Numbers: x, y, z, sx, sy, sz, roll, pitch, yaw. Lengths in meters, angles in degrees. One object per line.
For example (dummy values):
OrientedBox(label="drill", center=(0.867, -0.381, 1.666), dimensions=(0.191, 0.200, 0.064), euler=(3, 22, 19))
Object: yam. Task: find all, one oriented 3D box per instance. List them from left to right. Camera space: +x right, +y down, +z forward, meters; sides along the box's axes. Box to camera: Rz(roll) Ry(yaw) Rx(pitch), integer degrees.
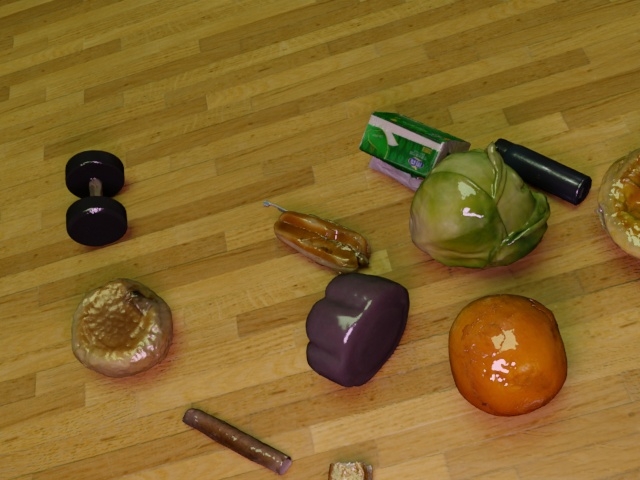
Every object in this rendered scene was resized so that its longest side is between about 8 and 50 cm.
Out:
OrientedBox(label="yam", center=(-0.179, 0.411, 1.677), dimensions=(0.264, 0.046, 0.046), euler=(21, 64, 26))

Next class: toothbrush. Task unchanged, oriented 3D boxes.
OrientedBox(label="toothbrush", center=(-0.088, -0.075, 2.007), dimensions=(0.131, 0.011, 0.013), euler=(20, 51, 27))

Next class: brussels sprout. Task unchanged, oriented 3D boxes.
OrientedBox(label="brussels sprout", center=(0.335, -0.065, 1.727), dimensions=(0.294, 0.259, 0.227), euler=(-13, 35, 36))

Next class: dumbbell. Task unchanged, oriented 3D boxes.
OrientedBox(label="dumbbell", center=(-0.579, -0.109, 2.087), dimensions=(0.152, 0.152, 0.218), euler=(-17, 54, 4))

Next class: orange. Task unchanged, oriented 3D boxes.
OrientedBox(label="orange", center=(0.354, 0.216, 1.538), dimensions=(0.240, 0.240, 0.240), euler=(-8, 55, 11))

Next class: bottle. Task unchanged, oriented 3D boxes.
OrientedBox(label="bottle", center=(0.500, -0.163, 1.860), dimensions=(0.244, 0.072, 0.082), euler=(32, 33, 31))

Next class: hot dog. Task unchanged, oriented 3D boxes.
OrientedBox(label="hot dog", center=(0.000, 0.000, 1.894), dimensions=(0.269, 0.072, 0.109), euler=(24, 64, 27))

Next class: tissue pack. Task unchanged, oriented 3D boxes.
OrientedBox(label="tissue pack", center=(0.216, -0.203, 1.933), dimensions=(0.209, 0.148, 0.156), euler=(29, 108, 29))

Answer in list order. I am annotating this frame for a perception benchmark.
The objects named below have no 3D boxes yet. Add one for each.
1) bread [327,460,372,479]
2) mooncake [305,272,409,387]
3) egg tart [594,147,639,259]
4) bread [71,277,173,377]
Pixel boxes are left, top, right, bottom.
OrientedBox(label="bread", center=(0.058, 0.464, 1.558), dimensions=(0.083, 0.076, 0.070), euler=(-3, 67, 14))
OrientedBox(label="mooncake", center=(0.075, 0.178, 1.654), dimensions=(0.133, 0.245, 0.245), euler=(20, 64, 30))
OrientedBox(label="egg tart", center=(0.747, -0.066, 1.683), dimensions=(0.341, 0.132, 0.341), euler=(-8, 53, 10))
OrientedBox(label="bread", center=(-0.444, 0.206, 1.844), dimensions=(0.244, 0.134, 0.244), euler=(-6, 54, 8))
